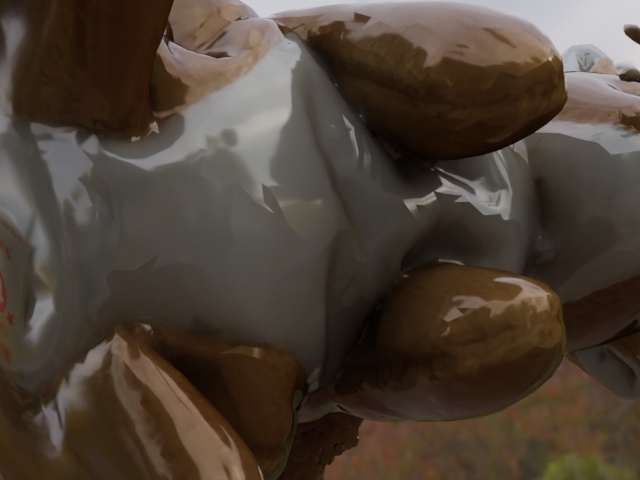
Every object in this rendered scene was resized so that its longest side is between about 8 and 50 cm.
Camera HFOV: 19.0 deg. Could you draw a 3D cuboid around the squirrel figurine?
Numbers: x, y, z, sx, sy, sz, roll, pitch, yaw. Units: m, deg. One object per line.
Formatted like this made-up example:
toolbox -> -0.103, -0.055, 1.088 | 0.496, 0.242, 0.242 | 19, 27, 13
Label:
squirrel figurine -> 0.000, 0.000, 0.920 | 0.370, 0.281, 0.397 | -9, -8, -34
